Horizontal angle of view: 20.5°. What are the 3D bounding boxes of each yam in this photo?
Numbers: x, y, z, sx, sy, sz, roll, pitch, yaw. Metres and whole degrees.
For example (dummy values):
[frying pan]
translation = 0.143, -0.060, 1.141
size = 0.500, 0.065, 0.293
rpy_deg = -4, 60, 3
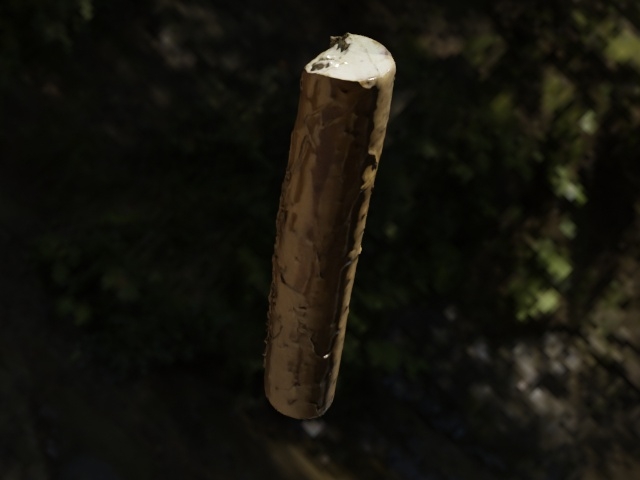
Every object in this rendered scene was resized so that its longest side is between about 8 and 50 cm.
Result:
[yam]
translation = 0.000, 0.000, 0.563
size = 0.032, 0.032, 0.145
rpy_deg = 44, -37, 33
